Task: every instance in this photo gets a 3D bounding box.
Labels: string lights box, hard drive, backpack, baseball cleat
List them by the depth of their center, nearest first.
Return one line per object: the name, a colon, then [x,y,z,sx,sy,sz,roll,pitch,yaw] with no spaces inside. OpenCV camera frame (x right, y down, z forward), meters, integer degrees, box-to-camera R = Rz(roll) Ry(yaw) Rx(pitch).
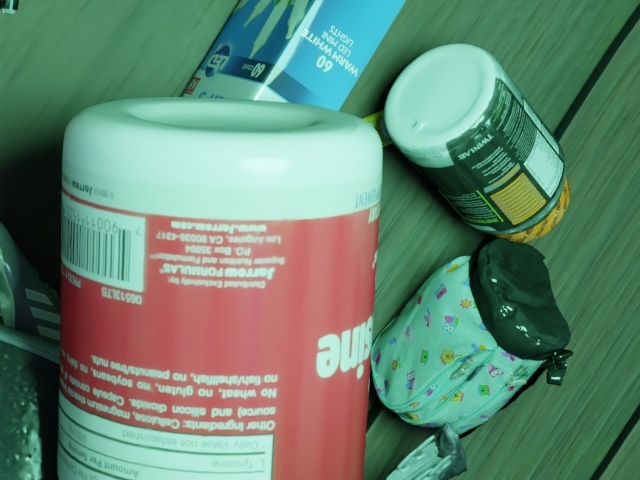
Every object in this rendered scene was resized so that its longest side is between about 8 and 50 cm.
hard drive: [-0.309,0.130,1.160,0.254,0.054,0.172,16,76,-7]
baseball cleat: [-0.228,0.063,1.263,0.109,0.072,0.206,-30,116,-37]
string lights box: [-0.004,-0.192,1.278,0.077,0.133,0.260,34,84,-30]
backpack: [0.134,0.096,1.406,0.115,0.152,0.182,25,126,-24]

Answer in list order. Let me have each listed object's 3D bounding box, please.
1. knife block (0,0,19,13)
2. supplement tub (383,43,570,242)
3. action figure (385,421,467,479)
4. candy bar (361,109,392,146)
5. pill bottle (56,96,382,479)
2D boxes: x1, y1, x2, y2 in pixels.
knife block: [-0.284,-0.308,1.128,0.242,0.088,0.276,-44,118,-14]
supplement tub: [0.148,-0.082,1.379,0.117,0.117,0.190,-54,137,-8]
action figure: [0.019,0.283,1.366,0.285,0.099,0.185,-31,75,-11]
candy bar: [0.096,-0.122,1.414,0.161,0.018,0.040,-25,113,-21]
pill bottle: [-0.077,0.109,1.119,0.229,0.229,0.408,-4,104,-28]
